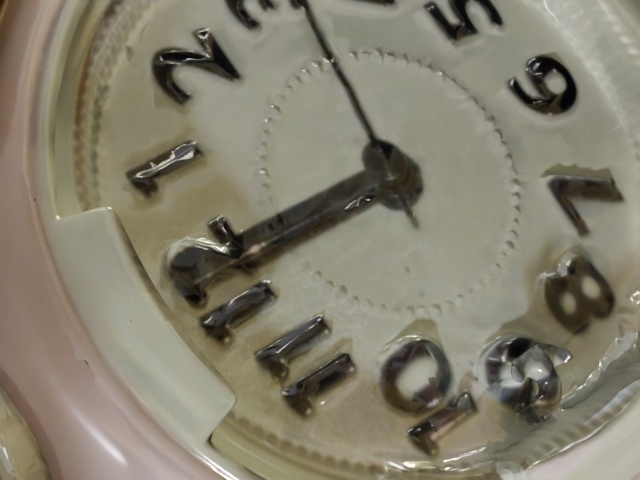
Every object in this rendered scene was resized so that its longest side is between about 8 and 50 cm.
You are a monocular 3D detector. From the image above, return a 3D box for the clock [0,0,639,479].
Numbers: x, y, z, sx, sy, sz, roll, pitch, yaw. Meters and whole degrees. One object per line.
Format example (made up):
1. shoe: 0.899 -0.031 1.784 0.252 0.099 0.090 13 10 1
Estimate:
1. clock: 0.000 0.000 0.508 0.326 0.342 0.184 -31 169 -33
